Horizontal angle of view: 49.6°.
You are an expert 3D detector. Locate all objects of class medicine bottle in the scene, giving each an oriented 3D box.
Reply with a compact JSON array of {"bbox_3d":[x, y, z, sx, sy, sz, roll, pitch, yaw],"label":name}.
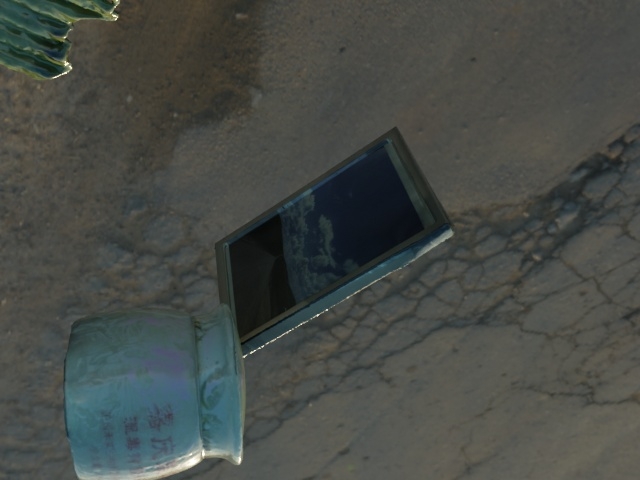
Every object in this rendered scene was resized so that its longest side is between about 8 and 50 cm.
[{"bbox_3d":[-0.138,0.130,0.600,0.143,0.147,0.147,-3,139,-11],"label":"medicine bottle"}]

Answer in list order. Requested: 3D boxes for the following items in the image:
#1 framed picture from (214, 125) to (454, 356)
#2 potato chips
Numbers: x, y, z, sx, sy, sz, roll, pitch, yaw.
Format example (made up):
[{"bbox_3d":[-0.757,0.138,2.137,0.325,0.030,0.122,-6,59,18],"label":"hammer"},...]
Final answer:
[{"bbox_3d":[0.000,0.000,0.728,0.260,0.189,0.023,-32,127,13],"label":"framed picture"},{"bbox_3d":[-0.519,-0.465,1.115,0.373,0.097,0.389,-25,113,44],"label":"potato chips"}]
